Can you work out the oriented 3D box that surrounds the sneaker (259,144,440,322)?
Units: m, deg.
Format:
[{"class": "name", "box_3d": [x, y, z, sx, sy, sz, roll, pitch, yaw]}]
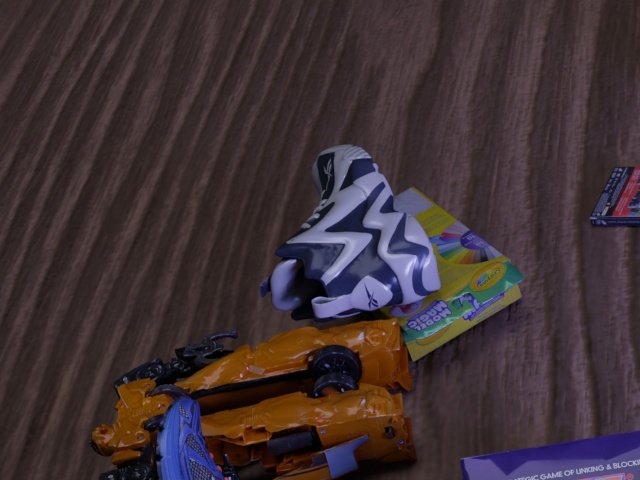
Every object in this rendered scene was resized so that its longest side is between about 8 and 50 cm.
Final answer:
[{"class": "sneaker", "box_3d": [0.000, 0.000, 1.787, 0.153, 0.094, 0.235, -22, 43, -11]}]

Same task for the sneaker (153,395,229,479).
[{"class": "sneaker", "box_3d": [-0.086, 0.232, 1.551, 0.087, 0.083, 0.221, -10, 70, -14]}]

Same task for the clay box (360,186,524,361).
[{"class": "clay box", "box_3d": [0.096, 0.035, 1.816, 0.127, 0.053, 0.222, -30, 34, -12]}]

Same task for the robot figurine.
[{"class": "robot figurine", "box_3d": [-0.063, 0.161, 1.688, 0.291, 0.085, 0.211, -13, 32, 10]}]

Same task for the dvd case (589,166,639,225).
[{"class": "dvd case", "box_3d": [0.331, -0.044, 1.841, 0.119, 0.013, 0.087, -1, 37, 30]}]

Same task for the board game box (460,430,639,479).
[{"class": "board game box", "box_3d": [0.199, 0.222, 1.437, 0.170, 0.048, 0.141, -10, 52, 6]}]
